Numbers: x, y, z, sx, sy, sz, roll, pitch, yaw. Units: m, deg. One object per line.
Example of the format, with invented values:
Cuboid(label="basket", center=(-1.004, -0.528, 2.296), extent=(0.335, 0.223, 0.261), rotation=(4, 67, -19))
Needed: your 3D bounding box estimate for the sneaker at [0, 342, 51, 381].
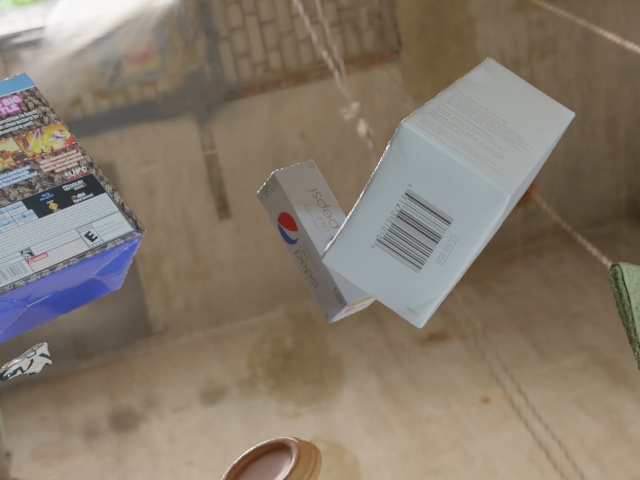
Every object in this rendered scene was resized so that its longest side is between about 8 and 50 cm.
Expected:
Cuboid(label="sneaker", center=(-0.518, 0.223, 2.032), extent=(0.040, 0.109, 0.043), rotation=(-7, -70, 45))

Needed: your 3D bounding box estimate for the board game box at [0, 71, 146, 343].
Cuboid(label="board game box", center=(-0.411, -0.041, 1.478), extent=(0.291, 0.232, 0.141), rotation=(51, -41, 16))

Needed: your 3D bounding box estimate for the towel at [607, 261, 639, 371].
Cuboid(label="towel", center=(0.381, 0.088, 1.271), extent=(0.027, 0.110, 0.148), rotation=(117, -27, -47))

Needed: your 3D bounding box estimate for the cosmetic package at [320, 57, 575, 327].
Cuboid(label="cosmetic package", center=(0.174, -0.075, 1.466), extent=(0.217, 0.156, 0.385), rotation=(-59, 172, 27))

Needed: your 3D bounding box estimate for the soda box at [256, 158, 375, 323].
Cuboid(label="soda box", center=(0.000, 0.000, 1.593), extent=(0.216, 0.074, 0.069), rotation=(61, -35, 12))

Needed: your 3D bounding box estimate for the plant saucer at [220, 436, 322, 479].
Cuboid(label="plant saucer", center=(-0.091, 0.386, 1.866), extent=(0.037, 0.200, 0.200), rotation=(58, -2, -22))
